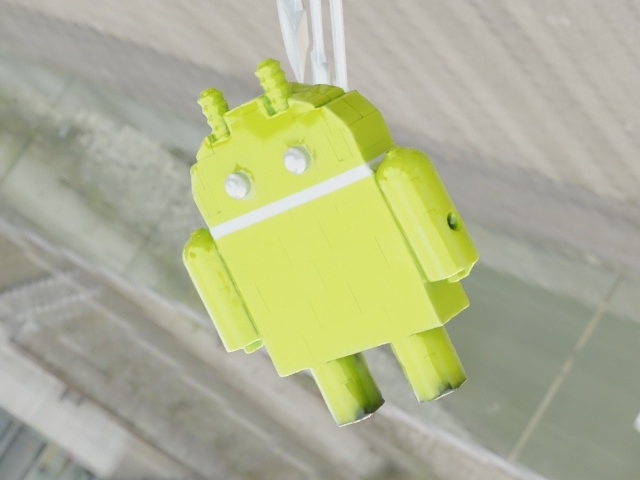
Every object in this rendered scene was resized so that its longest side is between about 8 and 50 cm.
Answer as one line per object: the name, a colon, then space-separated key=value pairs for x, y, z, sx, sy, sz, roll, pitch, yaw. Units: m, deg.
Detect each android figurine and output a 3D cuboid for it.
android figurine: x=0.000 y=0.000 z=1.335 sx=0.248 sy=0.056 sz=0.273 roll=-19 pitch=100 yaw=41

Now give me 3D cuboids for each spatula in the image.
spatula: x=-0.008 y=-0.185 z=1.484 sx=0.242 sy=0.019 sz=0.168 roll=83 pitch=168 yaw=-49
